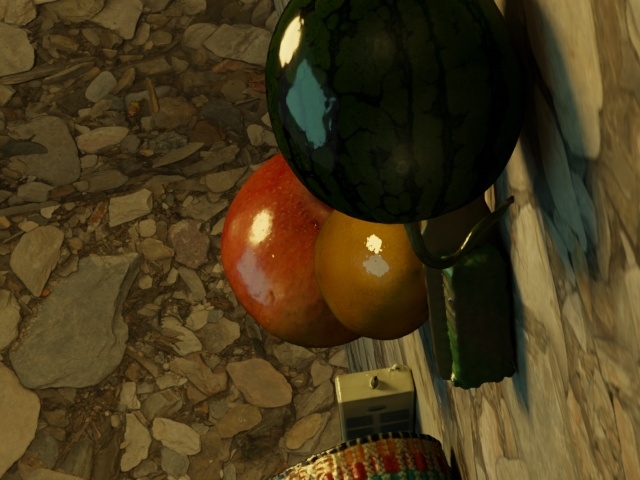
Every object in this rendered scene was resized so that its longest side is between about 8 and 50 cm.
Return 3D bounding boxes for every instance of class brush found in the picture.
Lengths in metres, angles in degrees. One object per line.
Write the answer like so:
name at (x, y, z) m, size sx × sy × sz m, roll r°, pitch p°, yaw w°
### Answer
brush at (0.093, -0.011, 0.824) m, size 0.048 × 0.054 × 0.282 m, roll -121°, pitch 17°, yaw -54°

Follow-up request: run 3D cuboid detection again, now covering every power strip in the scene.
power strip at (0.079, 0.260, 1.801) m, size 0.367 × 0.106 × 0.043 m, roll 83°, pitch 177°, yaw -63°

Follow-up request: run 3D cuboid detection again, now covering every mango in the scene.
mango at (0.058, 0.025, 1.150) m, size 0.253 × 0.113 × 0.138 m, roll -178°, pitch 81°, yaw -80°

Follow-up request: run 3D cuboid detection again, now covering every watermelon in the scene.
watermelon at (0.045, -0.064, 0.685) m, size 0.141 × 0.141 × 0.187 m, roll -108°, pitch 7°, yaw -70°

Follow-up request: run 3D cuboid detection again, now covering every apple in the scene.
apple at (0.000, 0.000, 1.373) m, size 0.173 × 0.210 × 0.235 m, roll -65°, pitch 36°, yaw 37°

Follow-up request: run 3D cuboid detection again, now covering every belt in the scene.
belt at (0.040, 0.322, 1.401) m, size 0.207 × 0.257 × 0.150 m, roll 29°, pitch -144°, yaw -45°

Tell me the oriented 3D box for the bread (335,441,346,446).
bread at (0.074, 0.372, 1.642) m, size 0.250 × 0.133 × 0.179 m, roll 4°, pitch 75°, yaw 71°
